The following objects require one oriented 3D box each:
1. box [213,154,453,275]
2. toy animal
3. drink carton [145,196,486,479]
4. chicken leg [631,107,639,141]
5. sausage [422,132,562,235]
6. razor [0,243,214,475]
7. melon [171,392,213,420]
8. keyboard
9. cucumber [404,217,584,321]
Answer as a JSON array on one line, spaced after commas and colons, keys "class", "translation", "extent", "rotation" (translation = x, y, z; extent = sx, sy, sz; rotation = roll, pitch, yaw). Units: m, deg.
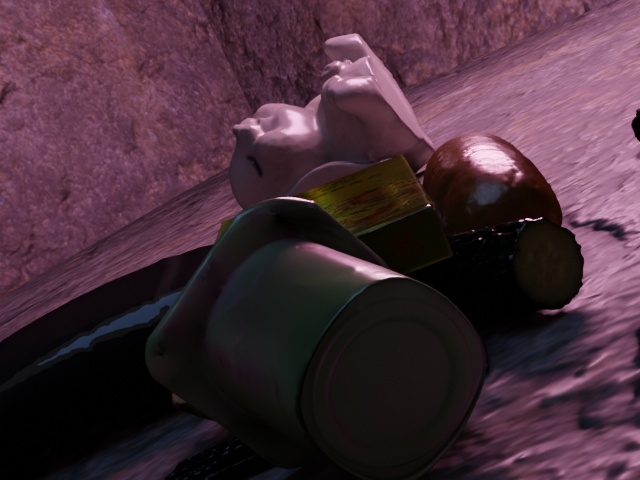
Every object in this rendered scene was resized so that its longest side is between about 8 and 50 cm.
[{"class": "box", "translation": [0.000, 0.000, 1.063], "extent": [0.173, 0.043, 0.311], "rotation": [-21, 9, 3]}, {"class": "toy animal", "translation": [0.000, -0.118, 1.914], "extent": [0.265, 0.206, 0.271], "rotation": [-37, 25, 12]}, {"class": "drink carton", "translation": [0.010, 0.063, 0.804], "extent": [0.144, 0.146, 0.142], "rotation": [-55, 27, -10]}, {"class": "chicken leg", "translation": [0.393, -0.160, 1.392], "extent": [0.253, 0.051, 0.106], "rotation": [-29, 3, -43]}, {"class": "sausage", "translation": [0.139, -0.035, 1.185], "extent": [0.109, 0.109, 0.270], "rotation": [-25, 11, 5]}, {"class": "razor", "translation": [-0.211, 0.116, 1.268], "extent": [0.349, 0.113, 0.204], "rotation": [-26, 11, 1]}, {"class": "melon", "translation": [-0.045, 0.095, 1.044], "extent": [0.128, 0.079, 0.160], "rotation": [-40, 14, -7]}, {"class": "keyboard", "translation": [0.002, 0.114, 0.936], "extent": [0.231, 0.023, 0.072], "rotation": [-25, 6, 7]}, {"class": "cucumber", "translation": [0.081, 0.032, 1.054], "extent": [0.067, 0.067, 0.293], "rotation": [-31, 8, -30]}]
